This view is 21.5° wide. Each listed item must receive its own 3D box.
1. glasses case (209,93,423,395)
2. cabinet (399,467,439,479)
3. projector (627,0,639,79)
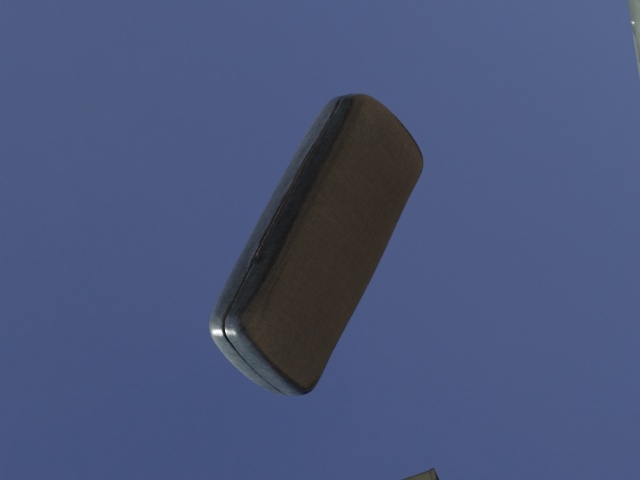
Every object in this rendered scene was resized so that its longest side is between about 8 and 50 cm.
[{"bbox_3d":[0.000,0.000,1.755,0.131,0.074,0.323,45,-121,-33],"label":"glasses case"},{"bbox_3d":[0.104,0.405,2.001,0.206,0.145,0.150,-103,-9,-47],"label":"cabinet"},{"bbox_3d":[0.515,-0.278,2.214,0.177,0.242,0.163,-28,-145,-22],"label":"projector"}]
